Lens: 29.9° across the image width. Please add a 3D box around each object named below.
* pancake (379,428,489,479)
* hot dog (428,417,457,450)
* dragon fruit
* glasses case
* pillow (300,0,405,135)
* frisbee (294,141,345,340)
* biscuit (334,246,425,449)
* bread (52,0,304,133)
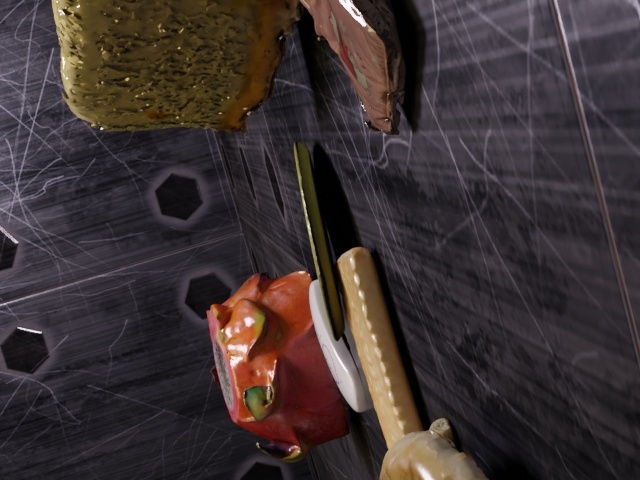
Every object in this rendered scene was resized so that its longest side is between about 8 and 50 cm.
[{"bbox_3d":[0.138,0.315,0.894,0.387,0.082,0.387,160,90,-84],"label":"pancake"},{"bbox_3d":[0.116,0.222,1.088,0.044,0.028,0.137,-105,0,-64],"label":"hot dog"},{"bbox_3d":[-0.070,0.192,1.824,0.290,0.189,0.291,163,90,-84],"label":"dragon fruit"},{"bbox_3d":[0.026,0.126,1.481,0.197,0.049,0.076,-113,10,-45],"label":"glasses case"},{"bbox_3d":[0.007,-0.196,0.888,0.135,0.049,0.248,83,164,-58],"label":"pillow"},{"bbox_3d":[0.000,0.000,1.388,0.236,0.017,0.236,-12,-90,-88],"label":"frisbee"},{"bbox_3d":[0.066,0.130,1.249,0.160,0.030,0.250,130,124,-82],"label":"biscuit"},{"bbox_3d":[-0.161,-0.285,1.202,0.315,0.248,0.279,128,132,-66],"label":"bread"}]
